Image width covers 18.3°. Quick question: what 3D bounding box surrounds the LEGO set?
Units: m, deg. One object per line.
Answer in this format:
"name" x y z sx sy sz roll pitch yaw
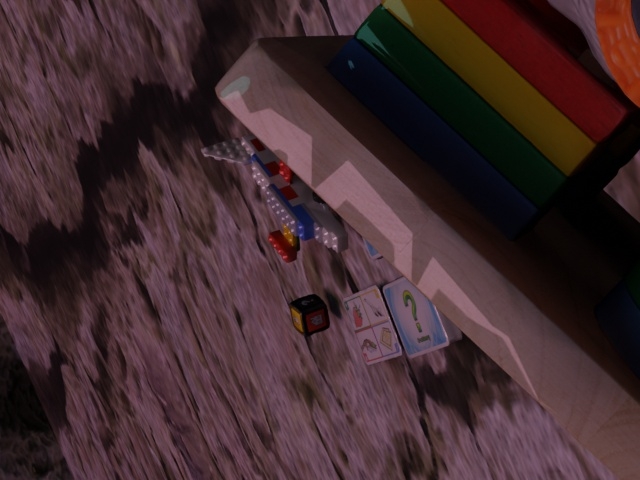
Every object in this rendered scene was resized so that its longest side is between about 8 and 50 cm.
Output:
"LEGO set" 0.000 0.000 1.290 0.182 0.060 0.244 69 161 2

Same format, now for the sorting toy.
"sorting toy" 0.118 -0.008 0.747 0.255 0.089 0.257 43 -164 8

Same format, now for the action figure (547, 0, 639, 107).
"action figure" 0.156 -0.142 0.547 0.341 0.178 0.330 63 151 8
